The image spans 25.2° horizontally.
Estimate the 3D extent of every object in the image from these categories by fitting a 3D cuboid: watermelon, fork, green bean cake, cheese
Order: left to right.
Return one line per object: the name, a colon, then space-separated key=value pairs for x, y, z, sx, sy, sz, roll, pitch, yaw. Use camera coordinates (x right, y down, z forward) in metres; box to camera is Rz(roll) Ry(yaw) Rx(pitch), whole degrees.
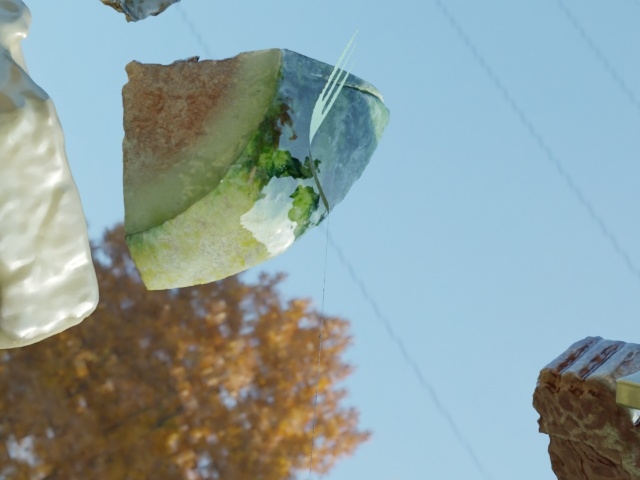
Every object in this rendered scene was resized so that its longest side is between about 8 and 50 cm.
cheese: x=-0.289 y=-0.065 z=1.217 sx=0.326 sy=0.115 sz=0.318 roll=60 pitch=-27 yaw=19
watermelon: x=-0.088 y=-0.092 z=1.470 sx=0.232 sy=0.310 sz=0.193 roll=49 pitch=0 yaw=19
fork: x=-0.002 y=0.000 z=0.707 sx=0.039 sy=0.021 sz=0.235 roll=84 pitch=11 yaw=-65
green bean cake: x=0.309 y=0.214 z=1.487 sx=0.198 sy=0.097 sz=0.232 roll=8 pitch=-53 yaw=59

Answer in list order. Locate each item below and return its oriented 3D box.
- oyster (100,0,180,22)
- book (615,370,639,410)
oyster: x=-0.181 y=-0.311 z=1.433 sx=0.110 sy=0.341 sz=0.166 roll=23 pitch=-59 yaw=2
book: x=0.469 y=0.136 z=1.189 sx=0.371 sy=0.260 sz=0.043 roll=15 pitch=-67 yaw=50
